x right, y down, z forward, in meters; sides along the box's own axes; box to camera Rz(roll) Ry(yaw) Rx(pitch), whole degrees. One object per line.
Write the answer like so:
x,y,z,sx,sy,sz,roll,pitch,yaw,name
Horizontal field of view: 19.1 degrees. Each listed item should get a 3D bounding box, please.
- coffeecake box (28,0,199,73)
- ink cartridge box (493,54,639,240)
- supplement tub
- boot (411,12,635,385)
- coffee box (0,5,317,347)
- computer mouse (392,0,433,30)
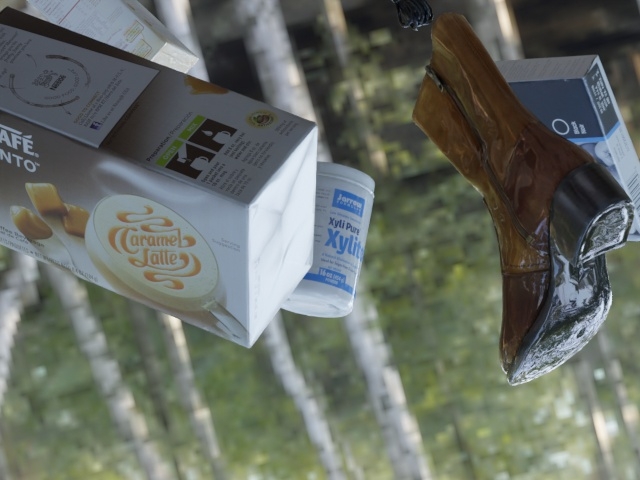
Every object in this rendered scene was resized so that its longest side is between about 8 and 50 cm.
-0.223,-0.227,1.899,0.068,0.185,0.142,-47,172,6,coffeecake box
0.227,-0.093,1.975,0.208,0.206,0.045,2,-141,43,ink cartridge box
0.000,0.000,1.465,0.071,0.107,0.071,10,165,3,supplement tub
0.158,-0.034,1.795,0.096,0.280,0.264,-22,142,-24,boot
-0.132,-0.045,1.289,0.246,0.141,0.098,22,-131,17,coffee box
0.052,-0.283,1.756,0.042,0.106,0.193,-29,146,2,computer mouse
